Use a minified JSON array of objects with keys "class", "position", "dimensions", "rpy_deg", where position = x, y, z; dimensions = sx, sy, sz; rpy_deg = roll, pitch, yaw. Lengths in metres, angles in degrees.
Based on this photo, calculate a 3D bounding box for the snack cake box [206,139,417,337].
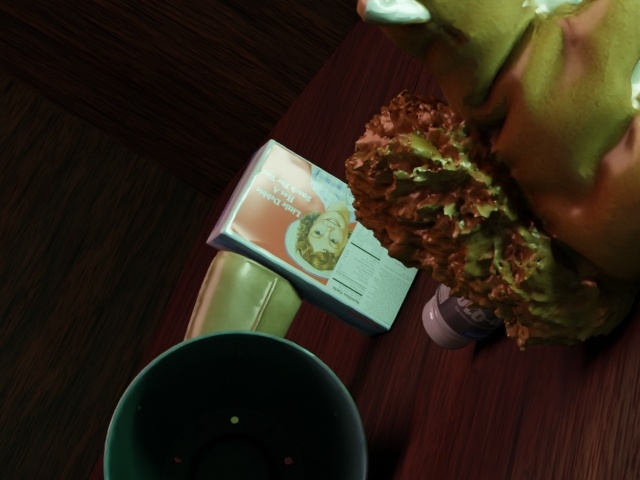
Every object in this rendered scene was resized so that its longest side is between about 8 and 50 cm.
[{"class":"snack cake box","position":[0.000,0.000,2.027],"dimensions":[0.152,0.264,0.089],"rpy_deg":[-62,11,-18]}]

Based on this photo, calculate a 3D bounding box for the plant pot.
[{"class":"plant pot","position":[-0.101,0.270,1.765],"dimensions":[0.293,0.293,0.235],"rpy_deg":[-62,-2,-15]}]

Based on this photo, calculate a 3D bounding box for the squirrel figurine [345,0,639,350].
[{"class":"squirrel figurine","position":[0.169,-0.114,1.331],"dimensions":[0.397,0.370,0.281],"rpy_deg":[-54,13,23]}]

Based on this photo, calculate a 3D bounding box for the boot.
[{"class":"boot","position":[-0.084,0.182,1.967],"dimensions":[0.089,0.236,0.269],"rpy_deg":[-16,46,62]}]

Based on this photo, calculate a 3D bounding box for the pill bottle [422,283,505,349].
[{"class":"pill bottle","position":[0.171,0.060,1.616],"dimensions":[0.137,0.078,0.078],"rpy_deg":[-46,17,49]}]
